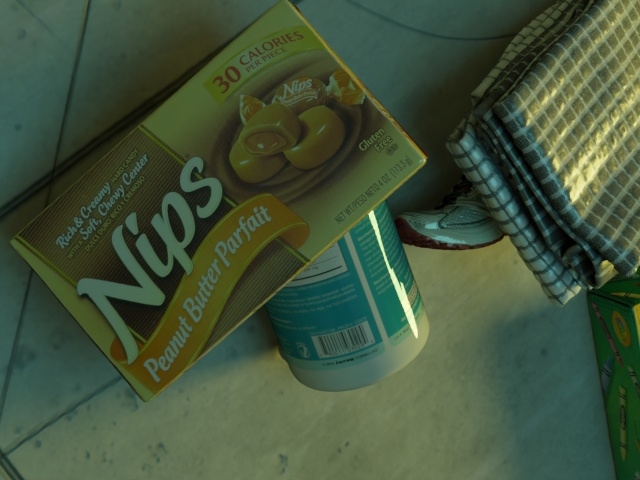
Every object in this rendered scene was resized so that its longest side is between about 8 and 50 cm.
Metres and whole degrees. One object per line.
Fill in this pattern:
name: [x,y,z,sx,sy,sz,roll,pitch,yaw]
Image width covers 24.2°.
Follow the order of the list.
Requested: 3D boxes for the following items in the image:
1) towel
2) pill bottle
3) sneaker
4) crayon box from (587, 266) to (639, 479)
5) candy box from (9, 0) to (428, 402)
towel: [0.276,-0.109,1.514,0.235,0.121,0.284,55,52,-18]
pill bottle: [0.000,0.000,1.412,0.146,0.146,0.264,-31,116,-23]
sneaker: [0.163,-0.047,1.550,0.225,0.088,0.093,-19,104,-35]
crayon box: [0.417,0.161,1.750,0.165,0.081,0.279,-23,112,-26]
candy box: [-0.085,-0.034,1.281,0.316,0.087,0.183,-41,88,7]
